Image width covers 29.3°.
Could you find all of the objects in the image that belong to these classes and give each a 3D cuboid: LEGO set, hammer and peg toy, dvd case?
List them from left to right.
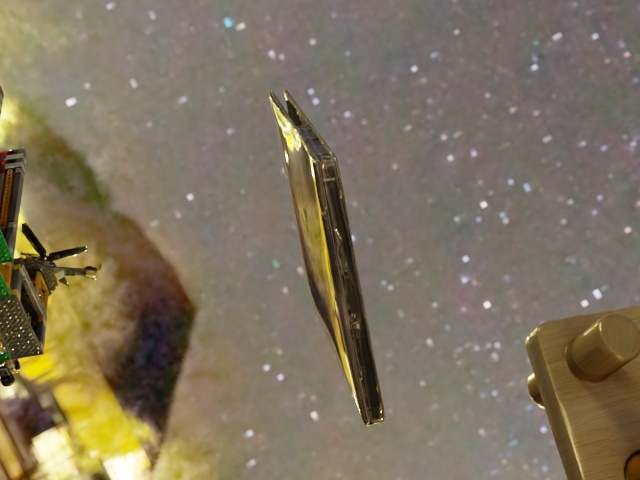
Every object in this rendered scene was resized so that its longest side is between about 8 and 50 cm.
[{"bbox_3d":[-0.399,-0.015,1.277,0.192,0.255,0.331,-97,170,-46],"label":"LEGO set"},{"bbox_3d":[0.000,0.000,0.797,0.221,0.018,0.164,-116,-166,-71],"label":"dvd case"},{"bbox_3d":[0.349,0.160,0.900,0.127,0.361,0.266,122,-43,-62],"label":"hammer and peg toy"}]
